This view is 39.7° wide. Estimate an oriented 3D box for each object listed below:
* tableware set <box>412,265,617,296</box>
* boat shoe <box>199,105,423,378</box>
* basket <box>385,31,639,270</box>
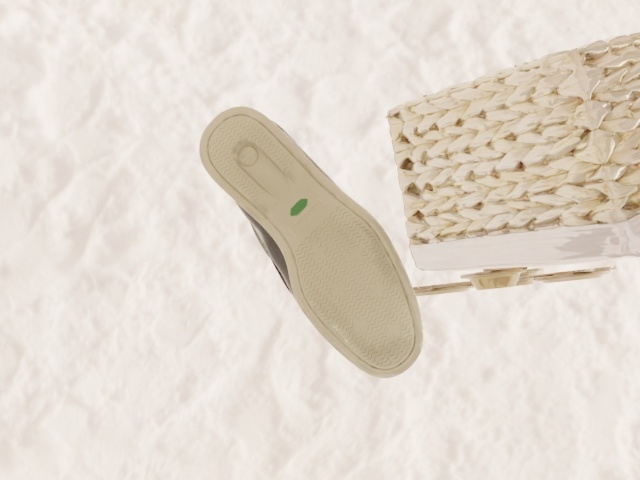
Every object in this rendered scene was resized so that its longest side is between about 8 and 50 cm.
[{"bbox_3d":[0.161,0.032,0.779,0.141,0.168,0.020,-4,85,-26],"label":"tableware set"},{"bbox_3d":[0.000,0.000,0.674,0.084,0.079,0.233,-37,80,1],"label":"boat shoe"},{"bbox_3d":[0.129,-0.048,0.490,0.113,0.167,0.103,-18,97,-32],"label":"basket"}]
